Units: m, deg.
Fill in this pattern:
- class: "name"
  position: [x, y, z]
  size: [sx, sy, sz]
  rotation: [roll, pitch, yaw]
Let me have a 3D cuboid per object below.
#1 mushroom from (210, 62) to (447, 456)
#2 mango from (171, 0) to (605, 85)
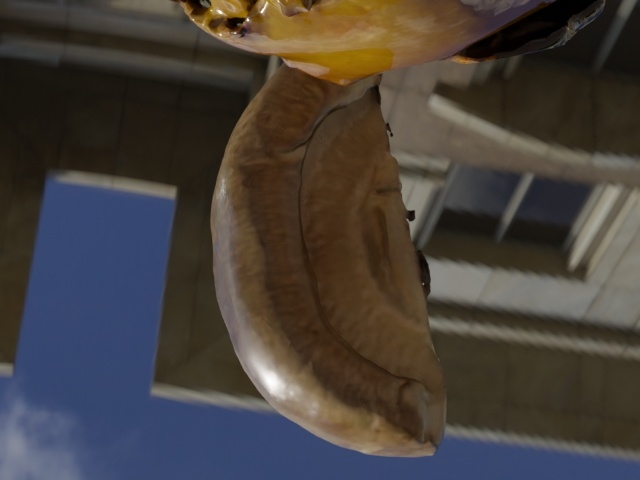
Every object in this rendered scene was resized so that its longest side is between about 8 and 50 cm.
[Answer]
- class: "mushroom"
  position: [-0.001, 0.000, 0.786]
  size: [0.094, 0.072, 0.210]
  rotation: [0, -110, -32]
- class: "mango"
  position: [0.046, -0.170, 0.636]
  size: [0.201, 0.152, 0.287]
  rotation: [28, -130, 14]
